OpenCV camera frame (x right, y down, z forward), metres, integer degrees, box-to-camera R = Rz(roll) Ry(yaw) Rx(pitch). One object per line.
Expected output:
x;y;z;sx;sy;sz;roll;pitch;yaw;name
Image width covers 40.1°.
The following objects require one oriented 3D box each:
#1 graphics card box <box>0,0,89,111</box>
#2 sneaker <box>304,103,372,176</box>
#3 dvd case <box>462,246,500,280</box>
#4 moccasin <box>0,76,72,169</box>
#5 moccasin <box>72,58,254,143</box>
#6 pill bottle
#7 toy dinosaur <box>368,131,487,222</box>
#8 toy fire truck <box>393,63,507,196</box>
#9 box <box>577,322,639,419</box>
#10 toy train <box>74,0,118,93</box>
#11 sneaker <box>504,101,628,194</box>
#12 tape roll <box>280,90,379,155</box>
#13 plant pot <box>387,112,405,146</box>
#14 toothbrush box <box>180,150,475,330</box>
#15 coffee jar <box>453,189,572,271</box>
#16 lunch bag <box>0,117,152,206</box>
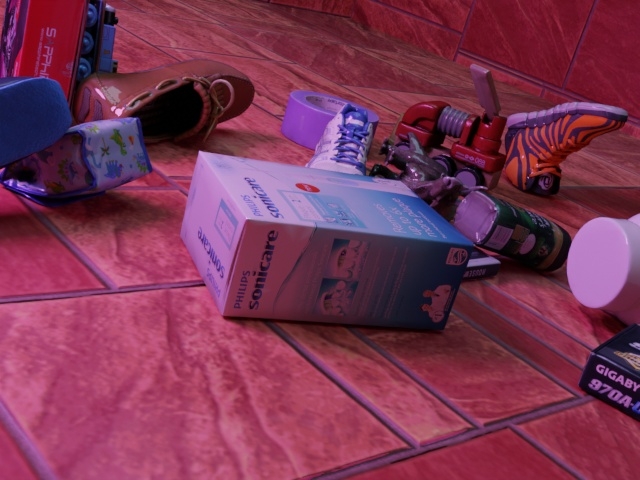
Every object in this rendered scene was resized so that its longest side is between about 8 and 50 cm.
-0.470;-0.346;1.462;0.094;0.233;0.371;6;23;-25;graphics card box
0.035;-0.157;1.511;0.112;0.131;0.296;16;21;-7;sneaker
0.128;-0.003;1.324;0.179;0.029;0.239;-4;28;-43;dvd case
-0.442;-0.097;0.968;0.117;0.137;0.342;6;19;44;moccasin
-0.234;-0.231;1.487;0.147;0.139;0.380;33;22;23;moccasin
0.528;0.051;1.277;0.318;0.176;0.176;8;22;-23;pill bottle
0.172;-0.105;1.550;0.160;0.121;0.313;27;14;-7;toy dinosaur
0.265;-0.232;1.714;0.217;0.246;0.158;26;22;24;toy fire truck
0.441;0.185;1.041;0.220;0.051;0.175;28;23;31;box
-0.426;-0.360;1.614;0.080;0.184;0.105;14;9;38;toy train
0.511;-0.185;1.846;0.125;0.180;0.321;8;-5;-25;sneaker
0.019;-0.237;1.781;0.189;0.080;0.189;15;19;-5;tape roll
0.188;-0.232;1.898;0.083;0.079;0.083;15;20;-6;plant pot
0.000;0.000;1.077;0.295;0.126;0.216;6;23;-24;toothbrush box
0.305;-0.012;1.373;0.184;0.079;0.096;18;16;-33;coffee jar
-0.319;-0.099;1.137;0.151;0.096;0.129;-7;9;25;lunch bag
